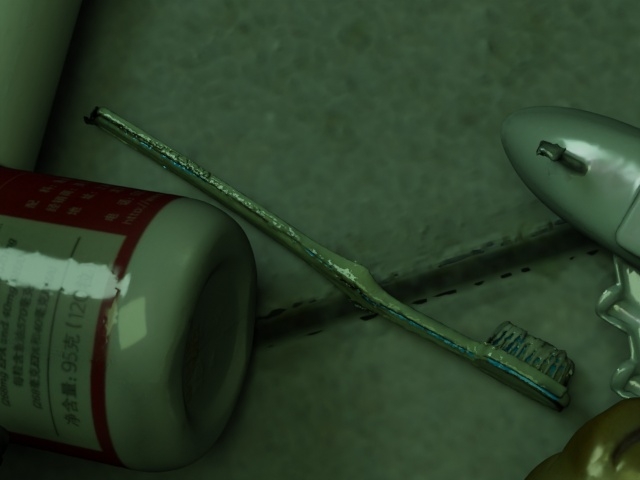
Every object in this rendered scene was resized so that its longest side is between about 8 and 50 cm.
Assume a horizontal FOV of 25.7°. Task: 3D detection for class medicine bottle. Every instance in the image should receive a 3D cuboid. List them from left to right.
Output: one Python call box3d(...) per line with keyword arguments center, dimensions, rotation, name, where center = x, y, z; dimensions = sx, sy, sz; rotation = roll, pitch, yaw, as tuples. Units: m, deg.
box3d(center=(-0.164, 0.028, 0.683), dimensions=(0.250, 0.131, 0.131), rotation=(9, 82, 15), name="medicine bottle")

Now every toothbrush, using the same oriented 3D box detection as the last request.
box3d(center=(-0.004, 0.004, 0.702), dimensions=(0.294, 0.026, 0.028), rotation=(28, 69, 17), name="toothbrush")

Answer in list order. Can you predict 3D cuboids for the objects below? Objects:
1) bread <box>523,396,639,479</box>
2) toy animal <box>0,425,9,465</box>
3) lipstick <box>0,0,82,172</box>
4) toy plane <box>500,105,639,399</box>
box3d(center=(0.104, 0.170, 0.595), dimensions=(0.225, 0.081, 0.134), rotation=(-44, 81, 25), name="bread")
box3d(center=(-0.183, 0.151, 0.571), dimensions=(0.168, 0.106, 0.343), rotation=(-41, 92, -24), name="toy animal")
box3d(center=(-0.152, -0.198, 0.746), dimensions=(0.087, 0.087, 0.327), rotation=(12, 83, 16), name="lipstick")
box3d(center=(0.186, 0.006, 0.613), dimensions=(0.255, 0.101, 0.251), rotation=(32, 100, 18), name="toy plane")
